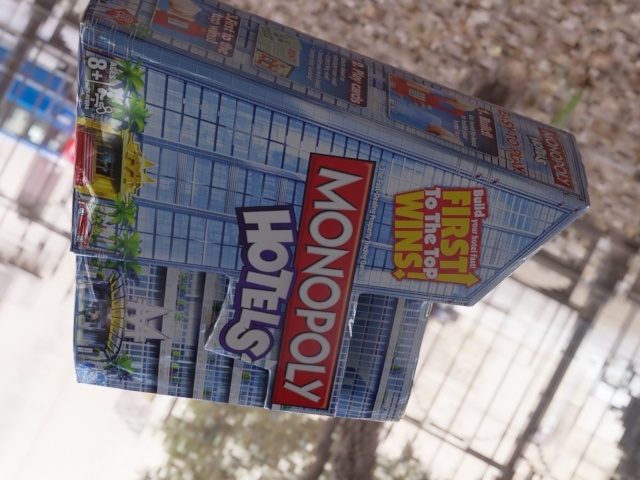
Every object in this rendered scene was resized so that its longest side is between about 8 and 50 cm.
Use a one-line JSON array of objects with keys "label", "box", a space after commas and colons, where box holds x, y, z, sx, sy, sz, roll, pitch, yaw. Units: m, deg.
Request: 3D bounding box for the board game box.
[{"label": "board game box", "box": [0.000, 0.000, 0.556, 0.194, 0.194, 0.060, 8, -146, -2]}]
